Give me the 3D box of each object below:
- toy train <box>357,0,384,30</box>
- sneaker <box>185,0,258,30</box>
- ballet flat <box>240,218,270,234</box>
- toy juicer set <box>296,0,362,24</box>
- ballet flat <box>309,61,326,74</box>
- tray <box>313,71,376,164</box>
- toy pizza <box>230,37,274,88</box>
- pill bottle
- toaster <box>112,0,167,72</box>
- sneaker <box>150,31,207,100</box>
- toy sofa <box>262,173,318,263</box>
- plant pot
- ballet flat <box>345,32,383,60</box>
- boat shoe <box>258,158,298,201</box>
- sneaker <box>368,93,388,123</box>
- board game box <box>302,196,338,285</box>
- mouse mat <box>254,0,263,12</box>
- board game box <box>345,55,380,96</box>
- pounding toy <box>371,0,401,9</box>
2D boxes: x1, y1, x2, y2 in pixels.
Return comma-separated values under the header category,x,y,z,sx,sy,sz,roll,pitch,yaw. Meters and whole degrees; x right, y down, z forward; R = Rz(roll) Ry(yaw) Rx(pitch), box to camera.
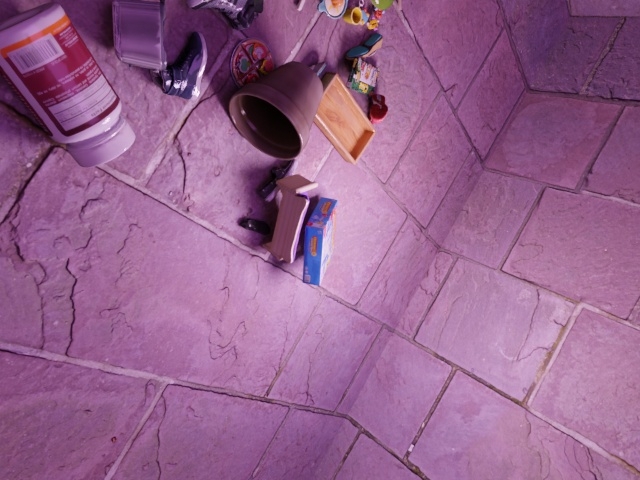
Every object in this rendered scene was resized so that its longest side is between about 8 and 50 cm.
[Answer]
category,x,y,z,sx,sy,sz,roll,pitch,yaw
toy train,0.213,-1.004,2.067,0.166,0.046,0.125,-5,102,-41
sneaker,-0.317,-0.784,1.575,0.269,0.101,0.153,-36,130,-31
ballet flat,-0.281,-0.062,2.043,0.173,0.049,0.057,23,70,-54
toy juicer set,0.059,-1.005,1.870,0.329,0.090,0.209,-10,117,-42
ballet flat,-0.054,-0.678,1.940,0.068,0.072,0.213,35,79,-18
tray,0.096,-0.554,2.150,0.202,0.076,0.411,-57,138,-7
toy pizza,-0.251,-0.661,1.768,0.201,0.032,0.201,-23,125,-37
pill bottle,-0.701,-0.414,1.285,0.224,0.224,0.392,-43,135,-23
toaster,-0.538,-0.625,1.393,0.147,0.129,0.226,-2,106,-20
sneaker,-0.469,-0.588,1.539,0.164,0.086,0.226,-4,113,-48
toy sofa,-0.115,-0.088,2.020,0.150,0.177,0.362,-27,142,-48
plant pot,-0.138,-0.516,1.770,0.280,0.323,0.323,-57,140,-25
ballet flat,0.205,-0.855,2.109,0.232,0.080,0.073,-41,149,-22
boat shoe,-0.186,-0.275,2.007,0.076,0.080,0.228,40,80,-22
sneaker,0.274,-0.596,2.237,0.128,0.087,0.221,95,7,-47
board game box,0.000,0.000,2.182,0.302,0.086,0.308,-65,163,-56
mouse mat,-0.276,-0.896,1.644,0.190,0.007,0.152,-15,120,-40
board game box,0.197,-0.744,2.128,0.260,0.030,0.136,-16,129,-61
pounding toy,0.316,-1.117,2.034,0.237,0.110,0.182,-20,110,-41
